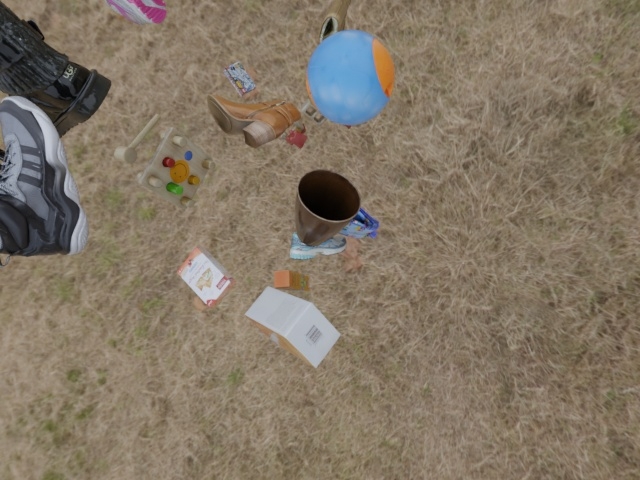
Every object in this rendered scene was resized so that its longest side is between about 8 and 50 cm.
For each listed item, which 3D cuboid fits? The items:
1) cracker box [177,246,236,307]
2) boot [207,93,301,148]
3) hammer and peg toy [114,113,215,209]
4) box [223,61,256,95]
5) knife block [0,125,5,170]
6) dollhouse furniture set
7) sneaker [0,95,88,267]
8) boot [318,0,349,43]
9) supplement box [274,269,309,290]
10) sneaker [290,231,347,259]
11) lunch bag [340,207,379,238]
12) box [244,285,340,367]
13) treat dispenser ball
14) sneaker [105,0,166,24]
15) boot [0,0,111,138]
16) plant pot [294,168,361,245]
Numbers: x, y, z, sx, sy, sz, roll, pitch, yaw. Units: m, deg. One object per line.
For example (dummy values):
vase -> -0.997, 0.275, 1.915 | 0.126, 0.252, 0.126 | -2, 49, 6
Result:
cracker box -> -0.506, 0.161, 1.885 | 0.232, 0.067, 0.156 | 42, 101, 14
boot -> -0.227, -0.445, 1.450 | 0.283, 0.109, 0.220 | 35, 58, 22
hammer and peg toy -> -0.589, -0.305, 1.659 | 0.127, 0.361, 0.266 | 22, 79, 31
box -> -0.367, -0.736, 1.935 | 0.027, 0.094, 0.137 | -21, 109, 51
knife block -> -0.875, -0.304, 1.105 | 0.088, 0.242, 0.276 | 26, 128, 31
dollhouse furniture set -> 0.002, -0.525, 1.855 | 0.374, 0.152, 0.201 | -41, 37, 24
sneaker -> -0.475, -0.092, 0.649 | 0.101, 0.153, 0.269 | -17, 94, 37
boot -> 0.040, -0.816, 1.637 | 0.089, 0.236, 0.270 | 16, 54, -2
supplement box -> -0.125, 0.185, 1.912 | 0.080, 0.233, 0.078 | -6, 77, 18
sneaker -> 0.000, 0.000, 1.772 | 0.110, 0.283, 0.122 | 13, 109, 49
lunch bag -> 0.092, -0.085, 1.674 | 0.293, 0.221, 0.138 | 30, 76, -4
box -> -0.122, 0.345, 1.748 | 0.168, 0.215, 0.345 | -50, 30, -20
treat dispenser ball -> 0.096, -0.523, 1.377 | 0.288, 0.288, 0.288 | -1, 87, 19
sneaker -> -0.531, -0.656, 1.095 | 0.111, 0.252, 0.103 | -3, 53, 42
boot -> -0.588, -0.320, 0.799 | 0.347, 0.260, 0.131 | -8, 62, 39
plant pot -> -0.002, -0.085, 1.447 | 0.215, 0.215, 0.230 | 47, 145, 15
